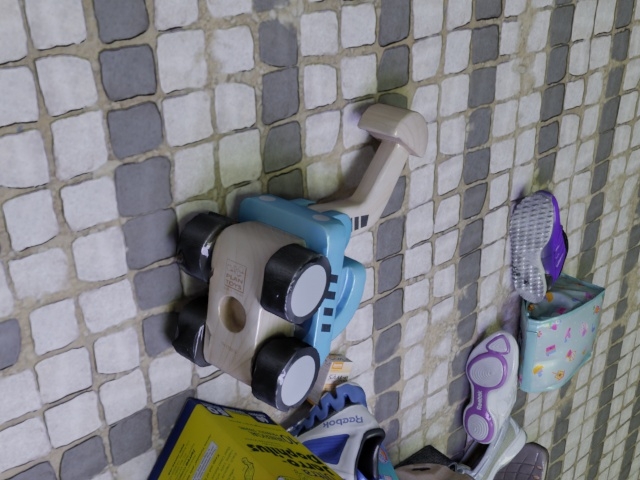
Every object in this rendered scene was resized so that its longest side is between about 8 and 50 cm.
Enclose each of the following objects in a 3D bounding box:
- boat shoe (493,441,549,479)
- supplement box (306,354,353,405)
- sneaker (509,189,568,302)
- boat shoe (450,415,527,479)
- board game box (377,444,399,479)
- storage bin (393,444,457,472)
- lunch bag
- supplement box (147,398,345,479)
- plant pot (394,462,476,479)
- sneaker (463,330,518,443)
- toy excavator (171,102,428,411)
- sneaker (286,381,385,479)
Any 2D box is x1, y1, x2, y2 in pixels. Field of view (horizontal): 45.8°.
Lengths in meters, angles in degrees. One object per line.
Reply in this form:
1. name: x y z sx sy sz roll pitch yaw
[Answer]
1. boat shoe: 0.559 0.708 2.144 0.130 0.132 0.355 -13 127 -49
2. supplement box: 0.019 0.274 1.483 0.062 0.036 0.098 8 104 -43
3. sneaker: 0.525 -0.007 1.779 0.146 0.102 0.293 -32 134 -33
4. boat shoe: 0.392 0.565 1.928 0.320 0.118 0.103 -39 95 -19
5. board game box: 0.095 0.498 1.543 0.047 0.210 0.160 11 105 -12
6. storage bin: 0.231 0.584 1.795 0.180 0.084 0.122 -20 122 -34
7. lunch bag: 0.575 0.234 1.892 0.262 0.160 0.223 -26 126 -39
8. supplement box: -0.093 0.434 1.227 0.194 0.356 0.195 26 92 -47
9. plant pot: 0.228 0.654 1.586 0.334 0.334 0.305 -11 107 -39
10. sneaker: 0.426 0.342 1.861 0.152 0.114 0.305 -26 131 -48
11. toy excavator: 0.000 0.000 1.246 0.445 0.222 0.433 -18 122 -52
12. sneaker: 0.002 0.428 1.413 0.315 0.182 0.127 -44 137 -3
